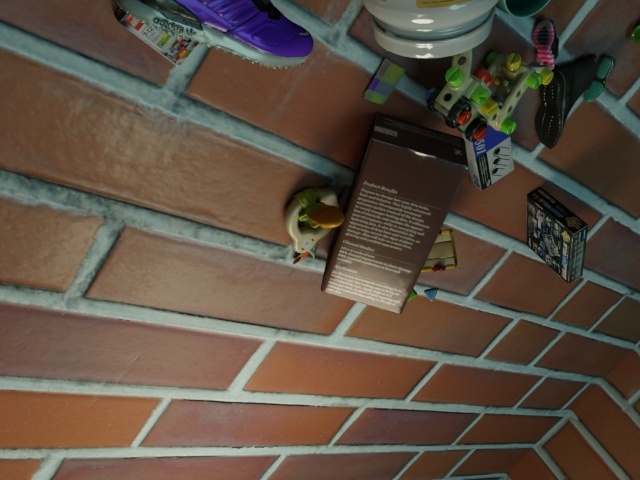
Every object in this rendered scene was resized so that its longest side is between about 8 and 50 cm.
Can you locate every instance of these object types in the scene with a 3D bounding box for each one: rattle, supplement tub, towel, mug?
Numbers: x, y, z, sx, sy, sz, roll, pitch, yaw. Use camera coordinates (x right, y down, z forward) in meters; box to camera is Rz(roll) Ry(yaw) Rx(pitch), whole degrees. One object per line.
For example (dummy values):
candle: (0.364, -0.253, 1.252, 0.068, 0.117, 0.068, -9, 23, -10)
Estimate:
rattle: (0.000, 0.000, 1.298, 0.130, 0.143, 0.199, -20, 134, -45)
supplement tub: (0.161, -0.453, 0.909, 0.229, 0.228, 0.316, -24, 138, -13)
towel: (0.121, -0.300, 1.190, 0.060, 0.009, 0.083, 10, 123, -40)
mug: (0.349, -0.485, 1.103, 0.130, 0.097, 0.157, -10, 132, -26)

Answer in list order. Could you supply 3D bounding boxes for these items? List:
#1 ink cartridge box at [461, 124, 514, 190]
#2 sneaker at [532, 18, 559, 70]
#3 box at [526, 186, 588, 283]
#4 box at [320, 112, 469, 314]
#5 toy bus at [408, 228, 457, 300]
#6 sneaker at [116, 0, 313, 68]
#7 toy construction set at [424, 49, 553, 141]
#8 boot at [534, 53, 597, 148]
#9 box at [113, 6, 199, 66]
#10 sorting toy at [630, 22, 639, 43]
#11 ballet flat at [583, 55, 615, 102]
ink cartridge box: (0.376, -0.213, 1.415, 0.097, 0.046, 0.207, -34, 139, -4)
sneaker: (0.475, -0.415, 1.304, 0.057, 0.047, 0.119, -49, 143, -19)
box: (0.624, -0.011, 1.671, 0.051, 0.175, 0.220, -30, 138, -8)
box: (0.141, -0.047, 1.291, 0.191, 0.143, 0.381, 17, 126, -3)
toy bus: (0.227, 0.029, 1.492, 0.191, 0.202, 0.104, -54, 168, 12)
sneaker: (-0.115, -0.340, 0.867, 0.294, 0.102, 0.146, 6, 123, -37)
toy construction set: (0.306, -0.310, 1.191, 0.328, 0.151, 0.215, 24, 107, -45)
boot: (0.569, -0.315, 1.434, 0.137, 0.077, 0.197, -28, 140, -16)
box: (-0.186, -0.365, 0.904, 0.207, 0.036, 0.114, -46, 138, 12)
sorting toy: (0.737, -0.493, 1.408, 0.061, 0.042, 0.102, 18, 130, -26)
ballet flat: (0.650, -0.374, 1.457, 0.041, 0.041, 0.114, -8, 133, -28)
